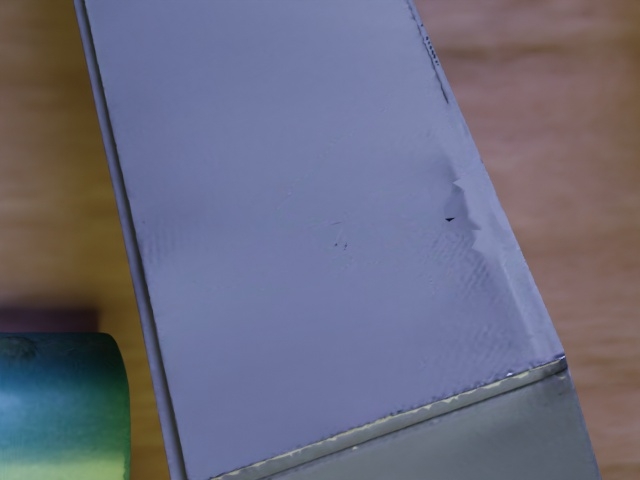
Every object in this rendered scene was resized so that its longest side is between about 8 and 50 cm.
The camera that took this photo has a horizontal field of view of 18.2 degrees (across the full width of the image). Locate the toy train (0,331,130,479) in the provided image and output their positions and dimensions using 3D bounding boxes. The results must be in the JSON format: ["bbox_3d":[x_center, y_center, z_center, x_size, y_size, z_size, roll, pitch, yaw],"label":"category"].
[{"bbox_3d":[-0.171,0.090,0.650,0.248,0.101,0.159,1,117,-20],"label":"toy train"}]

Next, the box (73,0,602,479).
[{"bbox_3d":[0.000,0.000,0.510,0.086,0.225,0.129,-19,136,2],"label":"box"}]
